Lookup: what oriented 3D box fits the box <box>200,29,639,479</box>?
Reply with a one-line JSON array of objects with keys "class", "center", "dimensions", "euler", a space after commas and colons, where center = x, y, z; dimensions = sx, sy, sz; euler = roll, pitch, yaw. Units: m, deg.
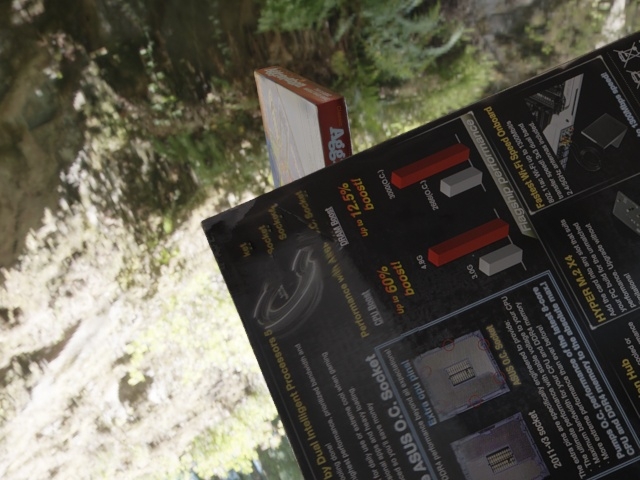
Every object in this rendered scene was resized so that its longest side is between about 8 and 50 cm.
[{"class": "box", "center": [0.113, 0.085, 0.377], "dimensions": [0.242, 0.076, 0.307], "euler": [-24, -105, -2]}]

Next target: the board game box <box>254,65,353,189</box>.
[{"class": "board game box", "center": [0.000, 0.000, 0.694], "dimensions": [0.027, 0.281, 0.145], "euler": [-18, -153, -18]}]
